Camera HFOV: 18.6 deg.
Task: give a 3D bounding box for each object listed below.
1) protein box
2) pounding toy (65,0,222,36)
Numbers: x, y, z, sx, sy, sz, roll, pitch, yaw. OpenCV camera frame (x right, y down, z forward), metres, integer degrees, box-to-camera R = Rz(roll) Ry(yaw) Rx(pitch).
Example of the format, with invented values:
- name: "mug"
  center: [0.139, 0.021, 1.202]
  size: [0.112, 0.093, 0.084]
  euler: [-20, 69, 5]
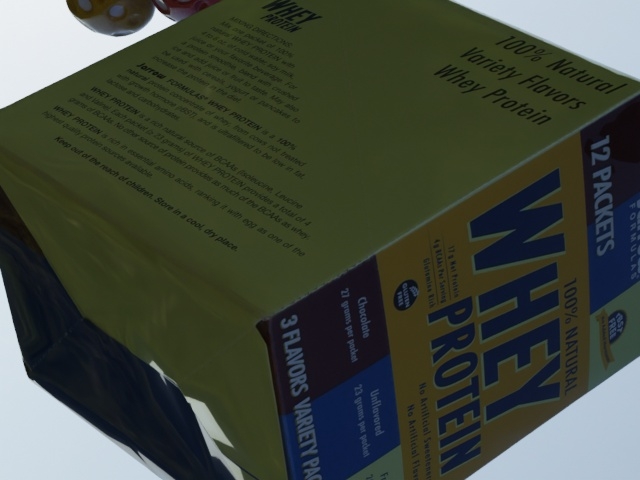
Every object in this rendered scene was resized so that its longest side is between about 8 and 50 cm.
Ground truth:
- name: "protein box"
  center: [0.000, 0.000, 0.817]
  size: [0.200, 0.201, 0.136]
  euler: [30, -41, 41]
- name: "pounding toy"
  center: [-0.120, -0.179, 1.148]
  size: [0.183, 0.237, 0.110]
  euler: [128, -24, -64]
